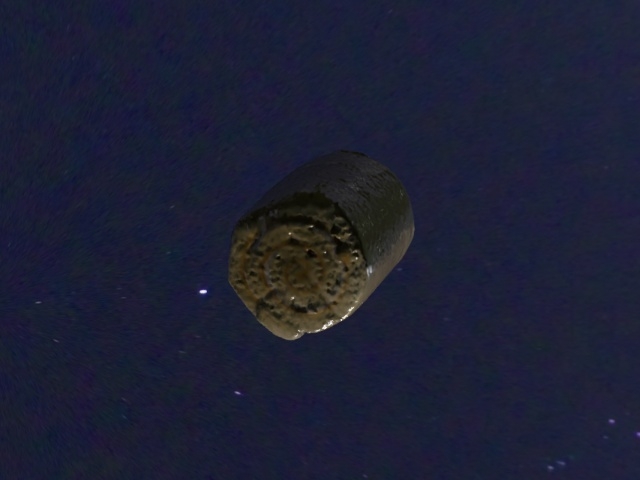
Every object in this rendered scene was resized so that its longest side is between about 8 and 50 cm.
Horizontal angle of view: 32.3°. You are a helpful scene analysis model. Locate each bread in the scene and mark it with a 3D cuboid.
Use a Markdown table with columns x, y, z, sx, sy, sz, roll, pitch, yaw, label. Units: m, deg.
| x | y | z | sx | sy | sz | roll | pitch | yaw | label |
| --- | --- | --- | --- | --- | --- | --- | --- | --- | --- |
| 0.000 | 0.000 | 1.028 | 0.134 | 0.148 | 0.141 | 49 | -149 | -2 | bread |
